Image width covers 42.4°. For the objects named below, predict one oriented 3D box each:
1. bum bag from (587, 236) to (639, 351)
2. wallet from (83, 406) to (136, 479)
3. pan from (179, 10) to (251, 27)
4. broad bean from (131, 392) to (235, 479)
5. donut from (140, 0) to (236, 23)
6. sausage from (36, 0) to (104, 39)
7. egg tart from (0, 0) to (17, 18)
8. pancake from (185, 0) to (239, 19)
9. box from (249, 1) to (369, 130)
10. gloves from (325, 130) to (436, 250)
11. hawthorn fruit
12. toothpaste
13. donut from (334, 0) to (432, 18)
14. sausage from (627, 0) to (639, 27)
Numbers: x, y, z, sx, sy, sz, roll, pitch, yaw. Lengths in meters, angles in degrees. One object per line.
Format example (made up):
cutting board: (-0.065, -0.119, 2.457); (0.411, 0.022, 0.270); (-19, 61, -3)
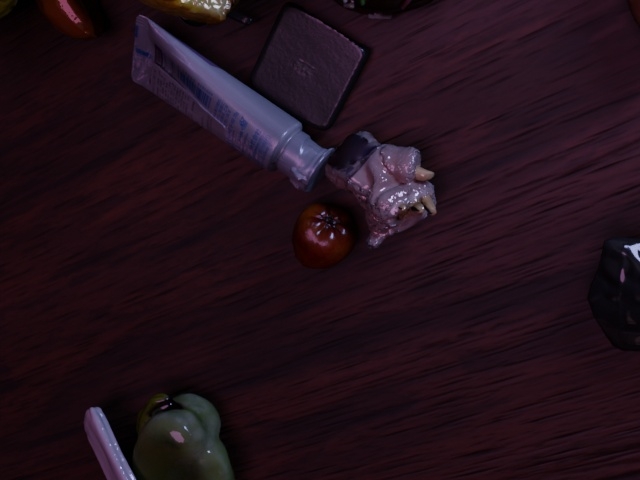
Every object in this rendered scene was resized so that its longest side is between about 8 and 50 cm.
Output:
bum bag: (0.464, 0.045, 0.888); (0.341, 0.095, 0.144); (-8, 117, 23)
wallet: (-0.306, 0.340, 1.238); (0.183, 0.032, 0.124); (58, 151, 19)
pan: (-0.133, -0.295, 1.041); (0.115, 0.023, 0.068); (27, 111, 14)
broad bean: (-0.206, 0.327, 1.210); (0.169, 0.100, 0.228); (-9, 104, 30)
donut: (-0.172, -0.353, 0.906); (0.152, 0.101, 0.259); (-4, 93, 56)
sausage: (-0.334, -0.341, 1.069); (0.089, 0.089, 0.179); (-16, 94, 23)
egg tart: (-0.458, -0.391, 1.010); (0.388, 0.169, 0.387); (-8, 79, 51)
pancake: (-0.129, -0.393, 0.961); (0.244, 0.057, 0.266); (51, 129, 33)
box: (-0.016, -0.214, 1.024); (0.126, 0.027, 0.125); (33, 116, 7)
gloves: (0.076, -0.067, 0.996); (0.110, 0.094, 0.144); (-30, 71, 1)
hawthorn fruit: (0.000, 0.000, 1.056); (0.081, 0.081, 0.093); (37, 143, 7)
toothpaste: (-0.120, -0.169, 1.049); (0.299, 0.073, 0.114); (35, 144, 10)
donut: (0.068, -0.380, 0.903); (0.270, 0.103, 0.269); (6, 108, 20)
sausage: (0.302, -0.398, 0.819); (0.094, 0.094, 0.418); (-22, 99, -15)
